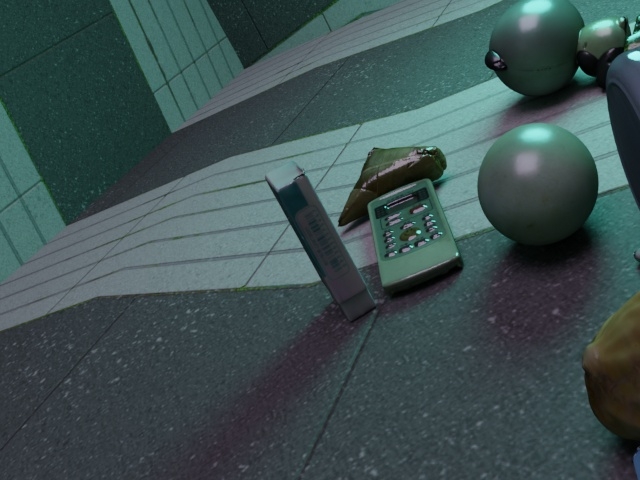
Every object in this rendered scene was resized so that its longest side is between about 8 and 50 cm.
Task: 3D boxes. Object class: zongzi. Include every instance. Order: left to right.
[{"bbox_3d":[0.125,-0.093,1.242,0.160,0.078,0.176,-4,44,46],"label":"zongzi"}]

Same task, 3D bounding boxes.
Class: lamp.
[{"bbox_3d":[0.432,-0.353,1.298,0.243,0.198,0.198,14,43,27],"label":"lamp"}]

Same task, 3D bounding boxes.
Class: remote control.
[{"bbox_3d":[0.139,-0.012,1.097,0.123,0.038,0.285,-24,24,13],"label":"remote control"}]

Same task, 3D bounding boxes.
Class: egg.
[{"bbox_3d":[0.279,-0.074,0.917,0.149,0.149,0.192,-20,22,21],"label":"egg"}]

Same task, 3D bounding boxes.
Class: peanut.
[{"bbox_3d":[0.295,0.093,0.590,0.159,0.109,0.141,-47,16,38],"label":"peanut"}]

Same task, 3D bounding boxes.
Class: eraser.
[{"bbox_3d":[0.000,0.000,0.995,0.052,0.225,0.095,-31,23,-4],"label":"eraser"}]

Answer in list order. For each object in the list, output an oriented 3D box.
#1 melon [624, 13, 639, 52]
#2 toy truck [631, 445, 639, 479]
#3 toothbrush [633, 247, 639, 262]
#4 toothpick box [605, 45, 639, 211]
[{"bbox_3d":[0.495,-0.226,0.952,0.129,0.169,0.265,-7,33,39],"label":"melon"},{"bbox_3d":[0.271,0.185,0.528,0.073,0.056,0.090,-46,15,-20],"label":"toy truck"},{"bbox_3d":[0.482,-0.046,0.781,0.288,0.026,0.024,-27,25,8],"label":"toothbrush"},{"bbox_3d":[0.486,-0.113,0.665,0.354,0.263,0.263,-19,25,15],"label":"toothpick box"}]
